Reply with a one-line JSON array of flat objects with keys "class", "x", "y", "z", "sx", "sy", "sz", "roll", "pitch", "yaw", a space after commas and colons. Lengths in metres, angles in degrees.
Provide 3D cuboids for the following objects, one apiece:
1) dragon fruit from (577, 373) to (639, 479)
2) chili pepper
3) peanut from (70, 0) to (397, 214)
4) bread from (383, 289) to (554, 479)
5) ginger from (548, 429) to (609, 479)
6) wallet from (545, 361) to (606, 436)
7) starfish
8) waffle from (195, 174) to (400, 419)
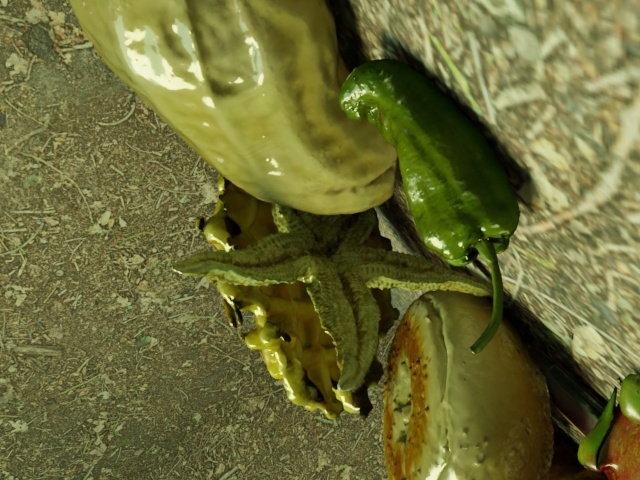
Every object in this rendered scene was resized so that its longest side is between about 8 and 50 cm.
[{"class": "dragon fruit", "x": 0.249, "y": 0.185, "z": 0.337, "sx": 0.142, "sy": 0.175, "sz": 0.138, "roll": 19, "pitch": 179, "yaw": 18}, {"class": "chili pepper", "x": 0.087, "y": -0.036, "z": 0.336, "sx": 0.204, "sy": 0.073, "sz": 0.072, "roll": 62, "pitch": -160, "yaw": 15}, {"class": "peanut", "x": -0.057, "y": -0.141, "z": 0.417, "sx": 0.340, "sy": 0.174, "sz": 0.158, "roll": 52, "pitch": -158, "yaw": -48}, {"class": "bread", "x": 0.167, "y": 0.210, "z": 0.596, "sx": 0.158, "sy": 0.306, "sz": 0.305, "roll": 12, "pitch": -178, "yaw": -5}, {"class": "ginger", "x": 0.397, "y": 0.446, "z": 0.752, "sx": 0.254, "sy": 0.176, "sz": 0.418, "roll": 55, "pitch": 174, "yaw": -18}, {"class": "wallet", "x": 0.323, "y": 0.229, "z": 0.492, "sx": 0.232, "sy": 0.025, "sz": 0.119, "roll": 50, "pitch": 178, "yaw": 40}, {"class": "starfish", "x": -0.003, "y": 0.002, "z": 0.524, "sx": 0.357, "sy": 0.078, "sz": 0.347, "roll": -4, "pitch": -132, "yaw": -39}, {"class": "waffle", "x": -0.007, "y": 0.031, "z": 0.699, "sx": 0.380, "sy": 0.095, "sz": 0.382, "roll": 61, "pitch": -149, "yaw": -20}]
